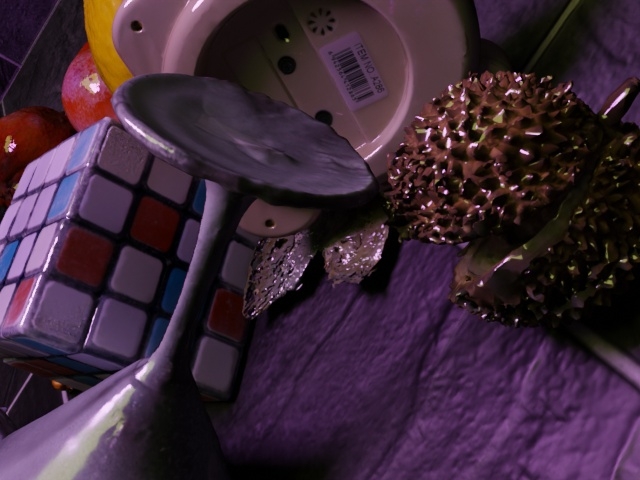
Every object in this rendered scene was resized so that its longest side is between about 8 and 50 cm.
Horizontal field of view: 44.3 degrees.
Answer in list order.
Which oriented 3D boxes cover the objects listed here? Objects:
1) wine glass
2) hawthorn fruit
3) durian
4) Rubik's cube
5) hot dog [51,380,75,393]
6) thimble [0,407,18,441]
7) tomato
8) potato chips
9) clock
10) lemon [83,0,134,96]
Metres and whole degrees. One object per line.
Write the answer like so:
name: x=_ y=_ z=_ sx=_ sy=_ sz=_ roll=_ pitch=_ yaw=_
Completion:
wine glass: x=-0.119 y=0.089 z=0.644 sx=0.406 sy=0.267 sz=0.267 roll=-65 pitch=29 yaw=24
hawthorn fruit: x=-0.586 y=-0.179 z=1.636 sx=0.224 sy=0.224 sz=0.261 roll=-30 pitch=24 yaw=39
durian: x=0.144 y=-0.040 z=0.543 sx=0.196 sy=0.196 sz=0.167 roll=-41 pitch=21 yaw=28
Rubik's cube: x=-0.242 y=0.042 z=0.944 sx=0.259 sy=0.253 sz=0.256 roll=-14 pitch=55 yaw=48
hot dog: x=-0.405 y=0.205 z=1.249 sx=0.056 sy=0.041 sz=0.133 roll=-59 pitch=25 yaw=4
thimble: x=-0.551 y=0.351 z=1.185 sx=0.172 sy=0.205 sz=0.250 roll=0 pitch=83 yaw=60
tomato: x=-0.304 y=-0.228 z=1.270 sx=0.188 sy=0.232 sz=0.232 roll=-46 pitch=33 yaw=50
potato chips: x=-0.003 y=-0.002 z=0.843 sx=0.220 sy=0.029 sz=0.202 roll=0 pitch=57 yaw=53
clock: x=-0.001 y=-0.164 z=0.725 sx=0.309 sy=0.284 sz=0.114 roll=-23 pitch=26 yaw=19
lemon: x=-0.113 y=-0.265 z=0.926 sx=0.364 sy=0.364 sz=0.364 roll=-33 pitch=42 yaw=36
